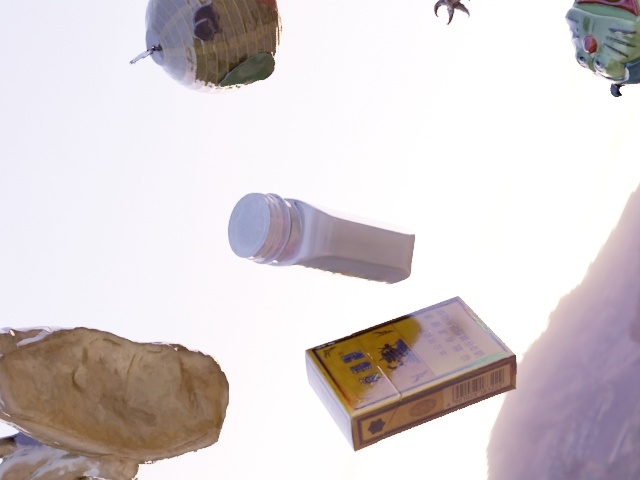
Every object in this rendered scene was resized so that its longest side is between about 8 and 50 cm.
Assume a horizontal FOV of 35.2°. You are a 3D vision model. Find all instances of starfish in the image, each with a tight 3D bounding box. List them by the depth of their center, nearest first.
[{"bbox_3d":[0.247,-0.444,1.894,0.078,0.091,0.028,41,-119,-27],"label":"starfish"}]

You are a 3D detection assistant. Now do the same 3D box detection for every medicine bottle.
[{"bbox_3d":[0.000,0.000,1.707,0.324,0.179,0.124,14,-97,-43],"label":"medicine bottle"}]

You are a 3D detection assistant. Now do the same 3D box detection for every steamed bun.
[{"bbox_3d":[-0.310,0.258,1.371,0.428,0.189,0.247,11,-121,-52],"label":"steamed bun"}]

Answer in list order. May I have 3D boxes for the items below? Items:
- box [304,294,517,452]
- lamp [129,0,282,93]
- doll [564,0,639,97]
[{"bbox_3d":[0.148,0.215,1.679,0.302,0.193,0.084,-18,-56,-16],"label":"box"},{"bbox_3d":[-0.207,-0.366,1.742,0.284,0.250,0.250,-27,-35,-23],"label":"lamp"},{"bbox_3d":[0.495,-0.379,1.565,0.186,0.198,0.321,-4,-62,-31],"label":"doll"}]
